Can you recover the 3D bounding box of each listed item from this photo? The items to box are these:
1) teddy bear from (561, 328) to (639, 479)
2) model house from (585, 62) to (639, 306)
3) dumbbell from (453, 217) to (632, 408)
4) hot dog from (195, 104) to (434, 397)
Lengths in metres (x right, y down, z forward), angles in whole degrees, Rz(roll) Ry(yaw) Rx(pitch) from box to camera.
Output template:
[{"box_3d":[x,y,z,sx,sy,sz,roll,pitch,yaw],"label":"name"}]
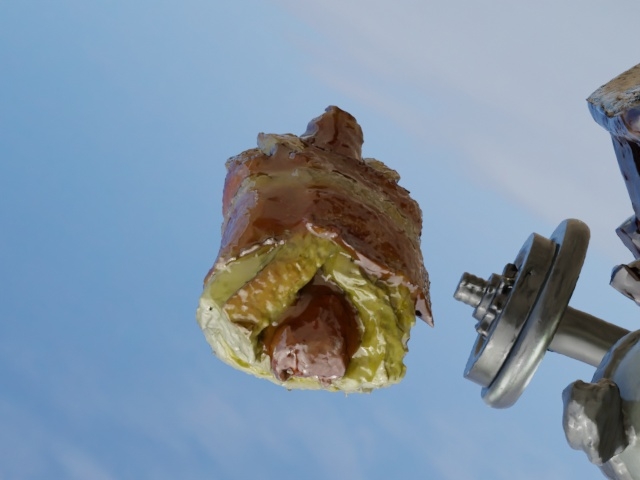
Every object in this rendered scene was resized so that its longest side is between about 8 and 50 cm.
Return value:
[{"box_3d":[0.249,0.102,1.040,0.251,0.144,0.171,9,178,39],"label":"teddy bear"},{"box_3d":[0.206,-0.018,0.800,0.203,0.141,0.164,-58,-54,-76],"label":"model house"},{"box_3d":[0.259,0.095,1.476,0.290,0.192,0.192,24,-167,2],"label":"dumbbell"},{"box_3d":[0.000,0.000,1.001,0.146,0.103,0.213,9,-130,-11],"label":"hot dog"}]
